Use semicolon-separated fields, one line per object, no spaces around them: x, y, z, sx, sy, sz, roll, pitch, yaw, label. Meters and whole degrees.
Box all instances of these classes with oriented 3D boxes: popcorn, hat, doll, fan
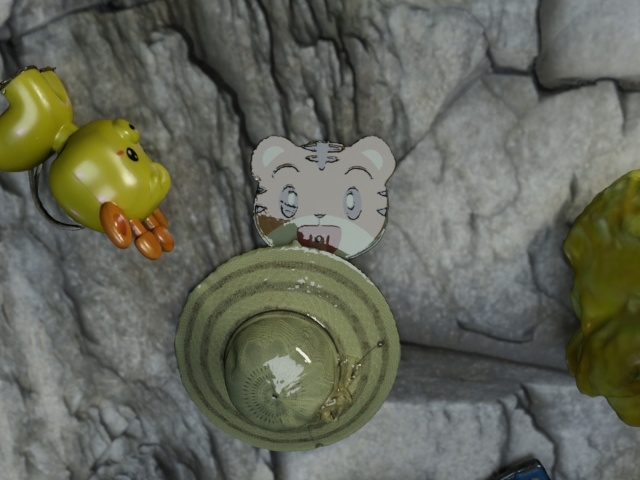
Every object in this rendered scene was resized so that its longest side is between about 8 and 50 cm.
0.362;0.058;0.826;0.276;0.225;0.277;3;95;41;popcorn
-0.039;0.134;0.892;0.252;0.110;0.252;1;108;3;hat
-0.228;-0.064;0.835;0.221;0.143;0.135;45;98;-4;doll
0.000;0.000;0.915;0.152;0.008;0.227;2;105;-1;fan

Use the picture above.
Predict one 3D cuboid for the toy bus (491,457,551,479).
0.266;0.374;0.954;0.116;0.133;0.234;-34;103;9;toy bus
